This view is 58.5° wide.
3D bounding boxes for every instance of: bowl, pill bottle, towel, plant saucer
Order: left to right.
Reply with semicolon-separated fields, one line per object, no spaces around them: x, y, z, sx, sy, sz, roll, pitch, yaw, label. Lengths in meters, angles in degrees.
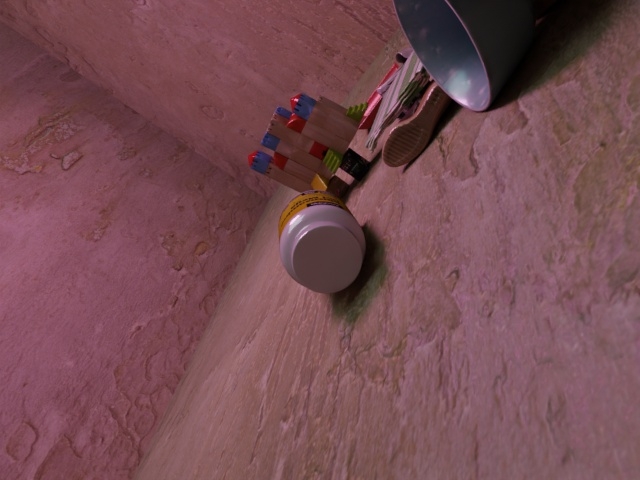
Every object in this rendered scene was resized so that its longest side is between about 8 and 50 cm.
0.000;0.000;1.283;0.188;0.187;0.334;-55;12;8;pill bottle
0.232;-0.538;2.163;0.259;0.047;0.258;-51;12;20;plant saucer
0.219;-0.400;1.482;0.325;0.038;0.248;-53;14;57;towel
0.290;-0.422;1.098;0.163;0.312;0.311;-35;12;0;bowl

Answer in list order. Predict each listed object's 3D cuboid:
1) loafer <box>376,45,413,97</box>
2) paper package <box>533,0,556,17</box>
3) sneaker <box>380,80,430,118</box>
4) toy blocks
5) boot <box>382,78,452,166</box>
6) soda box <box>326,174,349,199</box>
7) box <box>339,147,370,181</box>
0.297;-0.579;1.838;0.320;0.111;0.112;-58;12;-8;loafer
0.458;-0.608;1.017;0.310;0.168;0.325;-56;2;2;paper package
0.258;-0.428;1.690;0.106;0.078;0.234;-55;15;-8;sneaker
-0.058;-0.305;1.754;0.381;0.260;0.191;-59;9;37;toy blocks
0.254;-0.299;1.403;0.248;0.090;0.207;-54;-2;29;boot
0.035;-0.172;1.928;0.058;0.061;0.181;-57;12;-9;soda box
0.103;-0.234;1.760;0.052;0.083;0.062;-50;13;30;box
